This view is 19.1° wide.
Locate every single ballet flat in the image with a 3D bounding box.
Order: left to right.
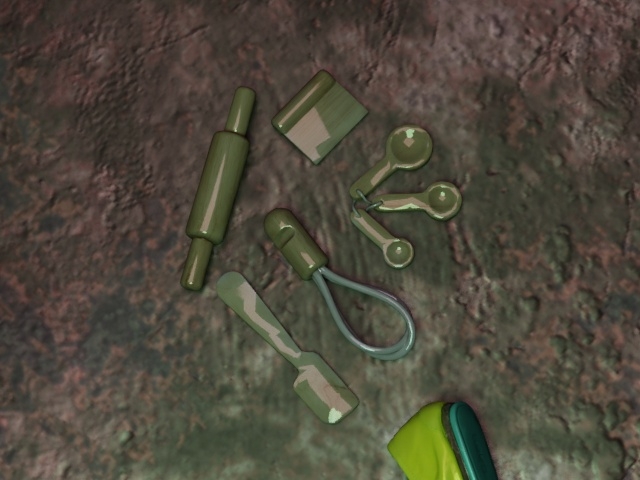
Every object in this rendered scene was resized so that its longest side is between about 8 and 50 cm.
[{"bbox_3d":[0.108,0.226,1.337,0.077,0.077,0.231,-29,70,20],"label":"ballet flat"}]

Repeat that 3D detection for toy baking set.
[{"bbox_3d":[-0.006,-0.003,1.422,0.197,0.030,0.256,18,78,10],"label":"toy baking set"}]
